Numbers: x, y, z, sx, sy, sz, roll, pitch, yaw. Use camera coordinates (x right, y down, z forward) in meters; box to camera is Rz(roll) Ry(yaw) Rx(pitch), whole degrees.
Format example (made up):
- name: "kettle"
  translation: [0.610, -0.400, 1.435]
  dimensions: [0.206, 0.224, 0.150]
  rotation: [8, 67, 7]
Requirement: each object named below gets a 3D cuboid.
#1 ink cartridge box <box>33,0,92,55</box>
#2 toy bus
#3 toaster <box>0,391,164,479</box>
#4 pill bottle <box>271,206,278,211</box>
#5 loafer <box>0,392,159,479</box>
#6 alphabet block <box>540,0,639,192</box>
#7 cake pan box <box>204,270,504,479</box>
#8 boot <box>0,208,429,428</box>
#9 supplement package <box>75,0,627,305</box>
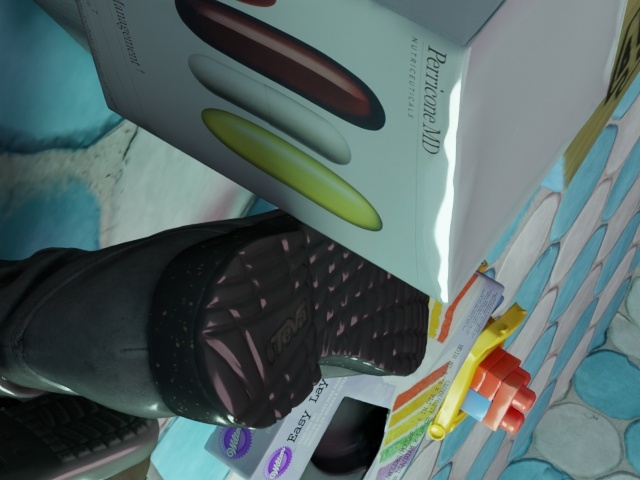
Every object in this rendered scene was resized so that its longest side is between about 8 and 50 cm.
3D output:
- name: "ink cartridge box"
  translation: [-0.069, -0.172, 0.683]
  dimensions: [0.175, 0.069, 0.371]
  rotation: [-59, 163, -5]
- name: "toy bus"
  translation: [0.145, 0.102, 1.389]
  dimensions: [0.149, 0.211, 0.220]
  rotation: [-27, 141, -55]
- name: "toaster"
  translation: [-0.188, 0.192, 0.825]
  dimensions: [0.168, 0.110, 0.185]
  rotation: [-52, 160, -20]
- name: "pill bottle"
  translation: [-0.010, 0.025, 1.019]
  dimensions: [0.086, 0.086, 0.152]
  rotation: [-43, 152, -41]
- name: "loafer"
  translation: [-0.195, 0.153, 0.665]
  dimensions: [0.251, 0.094, 0.087]
  rotation: [-15, 120, -29]
- name: "alphabet block"
  translation: [0.163, -0.187, 1.048]
  dimensions: [0.197, 0.192, 0.193]
  rotation: [-58, 163, -10]
- name: "cake pan box"
  translation: [0.037, 0.118, 1.204]
  dimensions: [0.246, 0.070, 0.267]
  rotation: [28, 92, -53]
- name: "boot"
  translation: [-0.079, 0.029, 0.726]
  dimensions: [0.338, 0.223, 0.118]
  rotation: [-1, 88, -66]
- name: "supplement package"
  translation: [0.012, -0.114, 0.561]
  dimensions: [0.149, 0.203, 0.194]
  rotation: [-51, 159, -23]
